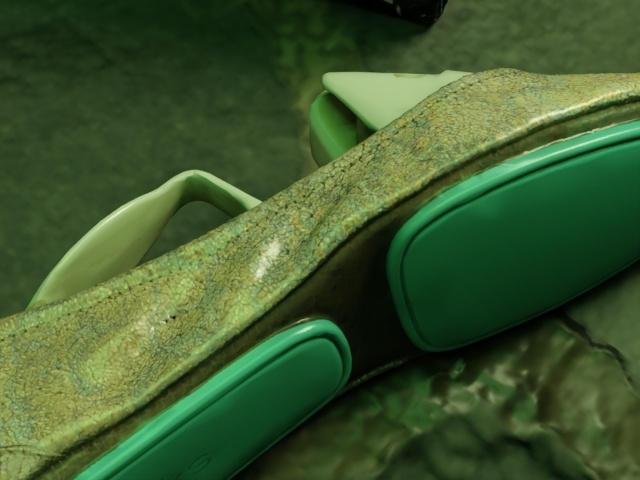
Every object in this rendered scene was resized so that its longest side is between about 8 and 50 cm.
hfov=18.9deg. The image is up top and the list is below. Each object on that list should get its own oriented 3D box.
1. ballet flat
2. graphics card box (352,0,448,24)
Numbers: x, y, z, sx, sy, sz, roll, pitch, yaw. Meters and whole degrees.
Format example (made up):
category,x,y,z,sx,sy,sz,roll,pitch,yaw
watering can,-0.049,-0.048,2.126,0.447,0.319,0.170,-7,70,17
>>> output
category,x,y,z,sx,sy,sz,roll,pitch,yaw
ballet flat,0.000,0.000,0.683,0.316,0.107,0.106,-28,56,-15
graphics card box,-0.086,-0.254,0.819,0.371,0.094,0.233,19,65,7
